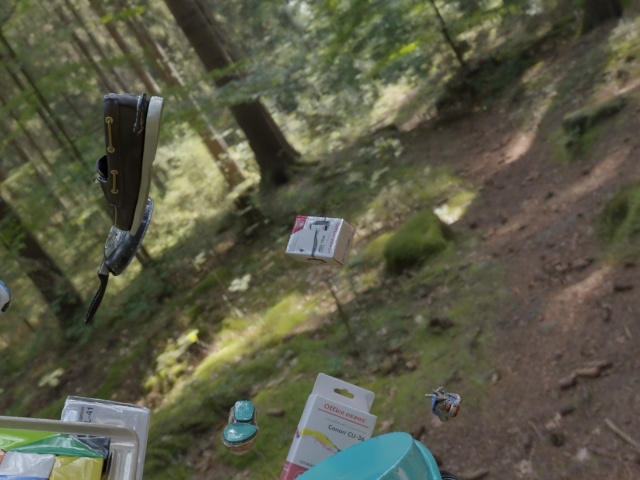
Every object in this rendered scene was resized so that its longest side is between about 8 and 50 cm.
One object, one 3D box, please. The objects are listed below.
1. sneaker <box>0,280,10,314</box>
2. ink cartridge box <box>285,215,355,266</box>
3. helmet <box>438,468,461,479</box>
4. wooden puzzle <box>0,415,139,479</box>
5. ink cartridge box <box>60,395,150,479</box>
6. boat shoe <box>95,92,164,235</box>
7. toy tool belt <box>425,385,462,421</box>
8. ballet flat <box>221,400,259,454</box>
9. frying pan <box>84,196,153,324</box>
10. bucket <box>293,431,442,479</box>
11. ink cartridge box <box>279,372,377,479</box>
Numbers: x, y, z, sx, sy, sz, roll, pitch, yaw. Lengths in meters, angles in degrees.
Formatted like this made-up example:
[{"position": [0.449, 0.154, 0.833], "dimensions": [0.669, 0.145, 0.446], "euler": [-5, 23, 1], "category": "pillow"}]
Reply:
[{"position": [-0.544, 0.055, 1.211], "dimensions": [0.071, 0.191, 0.083], "euler": [-64, -1, -13], "category": "sneaker"}, {"position": [0.000, 0.000, 1.907], "dimensions": [0.135, 0.056, 0.099], "euler": [5, 70, 36], "category": "ink cartridge box"}, {"position": [0.236, 0.551, 1.698], "dimensions": [0.169, 0.162, 0.169], "euler": [-31, 51, 46], "category": "helmet"}, {"position": [-0.305, 0.249, 0.870], "dimensions": [0.221, 0.044, 0.238], "euler": [7, 16, -11], "category": "wooden puzzle"}, {"position": [-0.346, 0.399, 1.255], "dimensions": [0.306, 0.131, 0.226], "euler": [121, 156, -54], "category": "ink cartridge box"}, {"position": [-0.238, -0.092, 1.019], "dimensions": [0.227, 0.069, 0.081], "euler": [114, 162, -48], "category": "boat shoe"}, {"position": [0.188, 0.254, 1.300], "dimensions": [0.083, 0.051, 0.052], "euler": [41, -110, -82], "category": "toy tool belt"}, {"position": [-0.156, 0.387, 1.663], "dimensions": [0.073, 0.067, 0.206], "euler": [4, 11, 2], "category": "ballet flat"}, {"position": [-0.472, 0.025, 1.913], "dimensions": [0.326, 0.053, 0.197], "euler": [-46, 31, 32], "category": "frying pan"}, {"position": [0.067, 0.406, 1.165], "dimensions": [0.281, 0.183, 0.281], "euler": [-28, 1, 1], "category": "bucket"}, {"position": [0.019, 0.333, 1.410], "dimensions": [0.067, 0.115, 0.198], "euler": [134, 156, -75], "category": "ink cartridge box"}]
